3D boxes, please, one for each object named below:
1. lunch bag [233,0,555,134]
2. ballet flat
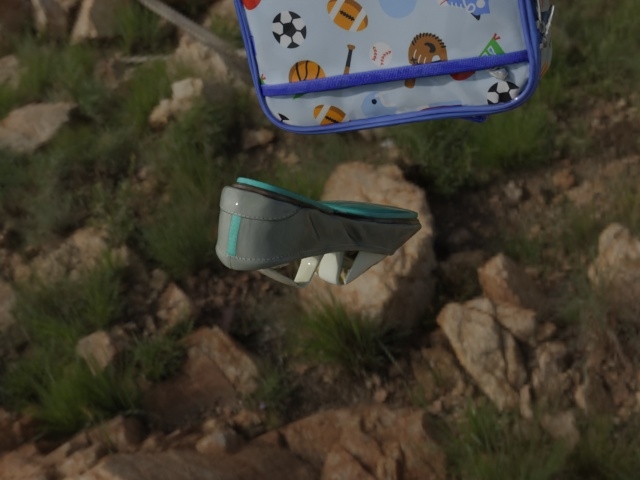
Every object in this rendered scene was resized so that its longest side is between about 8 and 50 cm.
[{"bbox_3d":[0.072,-0.219,0.936,0.303,0.243,0.115,-3,21,23],"label":"lunch bag"},{"bbox_3d":[0.000,0.000,0.699,0.072,0.068,0.213,14,4,34],"label":"ballet flat"}]
